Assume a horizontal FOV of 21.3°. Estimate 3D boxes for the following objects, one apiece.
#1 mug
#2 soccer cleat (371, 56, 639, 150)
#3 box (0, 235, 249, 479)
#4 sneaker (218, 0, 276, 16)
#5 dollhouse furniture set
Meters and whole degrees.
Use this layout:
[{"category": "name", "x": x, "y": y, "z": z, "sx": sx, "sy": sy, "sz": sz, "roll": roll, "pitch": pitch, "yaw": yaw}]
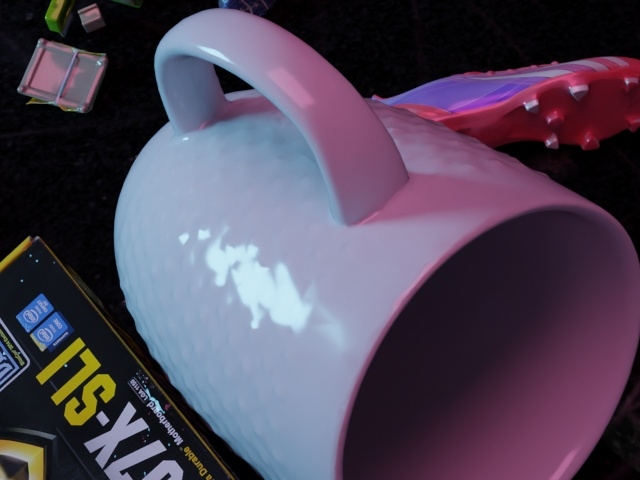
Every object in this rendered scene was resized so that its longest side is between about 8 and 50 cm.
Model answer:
[{"category": "mug", "x": 0.000, "y": 0.000, "z": 1.170, "sx": 0.276, "sy": 0.374, "sz": 0.328, "roll": -40, "pitch": 45, "yaw": -19}, {"category": "soccer cleat", "x": 0.159, "y": -0.116, "z": 1.417, "sx": 0.248, "sy": 0.083, "sz": 0.095, "roll": -16, "pitch": 46, "yaw": 3}, {"category": "box", "x": -0.206, "y": 0.186, "z": 1.216, "sx": 0.257, "sy": 0.079, "sz": 0.322, "roll": -42, "pitch": 54, "yaw": -2}, {"category": "sneaker", "x": -0.066, "y": -0.254, "z": 1.601, "sx": 0.058, "sy": 0.052, "sz": 0.135, "roll": 6, "pitch": 46, "yaw": 30}, {"category": "dollhouse furniture set", "x": -0.218, "y": -0.182, "z": 1.589, "sx": 0.076, "sy": 0.058, "sz": 0.151, "roll": 16, "pitch": 76, "yaw": 15}]
